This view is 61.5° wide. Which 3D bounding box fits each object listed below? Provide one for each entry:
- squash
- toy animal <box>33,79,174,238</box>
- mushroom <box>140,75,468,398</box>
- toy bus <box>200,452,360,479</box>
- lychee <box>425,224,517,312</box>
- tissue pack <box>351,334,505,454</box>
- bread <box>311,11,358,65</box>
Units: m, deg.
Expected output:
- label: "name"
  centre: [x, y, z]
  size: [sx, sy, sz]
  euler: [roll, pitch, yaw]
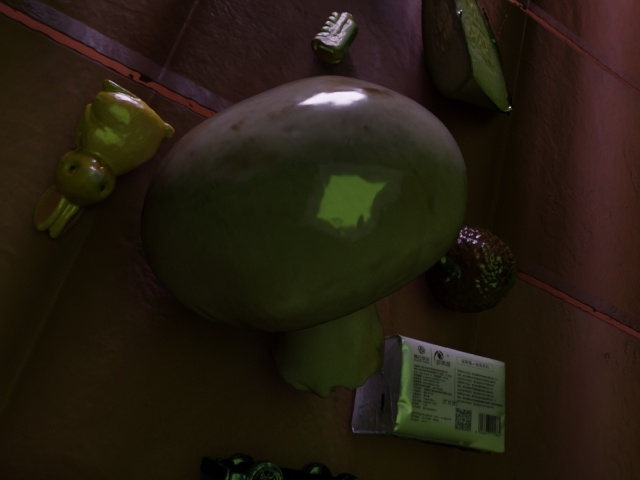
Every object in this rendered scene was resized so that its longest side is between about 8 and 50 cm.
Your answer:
- label: "squash"
  centre: [0.231, -0.297, 0.779]
  size: [0.155, 0.204, 0.236]
  euler: [-5, 76, -5]
- label: "toy animal"
  centre: [-0.219, -0.071, 0.531]
  size: [0.083, 0.070, 0.159]
  euler: [33, 68, -17]
- label: "mushroom"
  centre: [0.000, 0.000, 0.511]
  size: [0.298, 0.298, 0.290]
  euler: [-34, 114, -31]
- label: "toy bus"
  centre: [-0.025, 0.269, 0.518]
  size: [0.185, 0.090, 0.106]
  euler: [18, 68, -20]
- label: "lychee"
  centre: [0.189, 0.035, 0.684]
  size: [0.146, 0.114, 0.114]
  euler: [-4, 77, -49]
- label: "tissue pack"
  centre: [0.124, 0.177, 0.614]
  size: [0.149, 0.099, 0.106]
  euler: [18, 66, -22]
- label: "bread"
  centre: [0.020, -0.275, 0.730]
  size: [0.049, 0.033, 0.088]
  euler: [25, 61, -3]
